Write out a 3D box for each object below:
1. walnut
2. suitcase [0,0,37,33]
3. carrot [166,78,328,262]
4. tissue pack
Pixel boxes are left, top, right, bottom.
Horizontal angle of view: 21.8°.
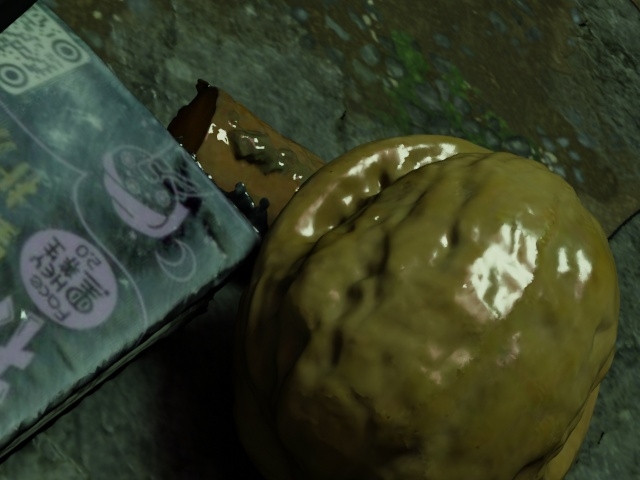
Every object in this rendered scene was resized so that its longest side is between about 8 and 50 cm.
[{"bbox_3d":[0.070,0.058,1.003,0.257,0.224,0.257,4,80,-21],"label":"walnut"},{"bbox_3d":[-0.251,-0.263,0.923,0.339,0.188,0.345,31,40,0],"label":"suitcase"},{"bbox_3d":[0.000,0.000,1.134,0.263,0.102,0.102,35,40,-23],"label":"carrot"},{"bbox_3d":[-0.224,0.000,0.904,0.259,0.122,0.361,46,41,4],"label":"tissue pack"}]
